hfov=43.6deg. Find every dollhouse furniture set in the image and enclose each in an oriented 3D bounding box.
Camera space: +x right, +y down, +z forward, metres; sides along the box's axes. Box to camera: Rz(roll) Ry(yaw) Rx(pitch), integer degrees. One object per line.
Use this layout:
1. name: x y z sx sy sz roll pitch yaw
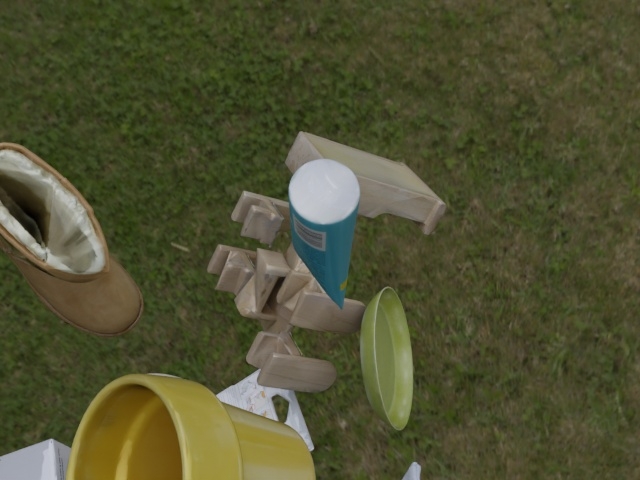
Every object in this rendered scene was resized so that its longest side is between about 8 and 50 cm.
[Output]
1. dollhouse furniture set: 0.011 0.029 1.513 0.394 0.256 0.362 -63 34 21

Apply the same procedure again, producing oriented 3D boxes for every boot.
1. boot: -0.240 0.019 0.757 0.089 0.236 0.269 -52 20 -16

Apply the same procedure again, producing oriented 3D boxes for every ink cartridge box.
1. ink cartridge box: -0.132 0.370 1.484 0.239 0.060 0.275 -32 33 3
2. ink cartridge box: -0.465 0.454 1.354 0.201 0.278 0.117 -20 57 5

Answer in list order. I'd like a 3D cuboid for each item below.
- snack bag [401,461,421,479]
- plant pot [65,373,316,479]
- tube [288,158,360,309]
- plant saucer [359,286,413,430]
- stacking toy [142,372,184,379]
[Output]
1. snack bag: 0.071 0.525 1.162 0.037 0.323 0.342 22 25 0
2. plant pot: -0.145 0.300 0.976 0.254 0.239 0.254 -16 66 41
3. tube: 0.000 0.000 0.674 0.052 0.207 0.080 -27 73 -11
4. plant saucer: 0.111 0.200 1.357 0.037 0.241 0.241 -8 60 19
5. stacking toy: -0.446 0.600 1.986 0.350 0.351 0.480 50 121 30
